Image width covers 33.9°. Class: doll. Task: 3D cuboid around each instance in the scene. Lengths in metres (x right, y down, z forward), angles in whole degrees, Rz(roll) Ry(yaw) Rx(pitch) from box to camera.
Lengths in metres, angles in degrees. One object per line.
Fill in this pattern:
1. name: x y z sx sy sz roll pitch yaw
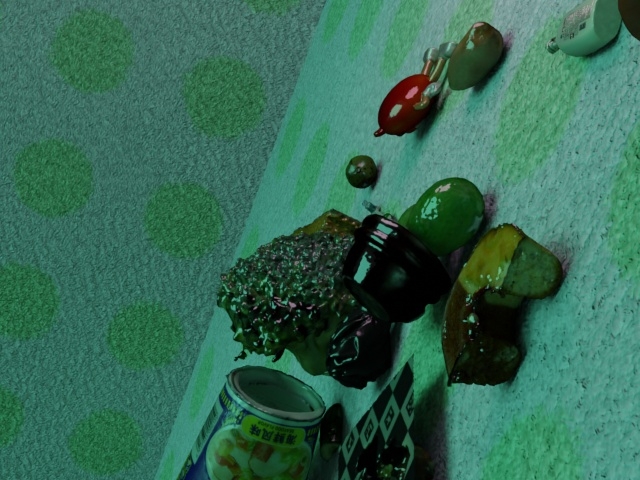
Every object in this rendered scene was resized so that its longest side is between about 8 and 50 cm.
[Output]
1. doll: 0.183 -0.280 2.018 0.217 0.085 0.183 -56 15 -5

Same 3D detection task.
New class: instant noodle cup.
1. instant noodle cup: -0.131 0.414 1.968 0.284 0.284 0.312 -112 41 -69

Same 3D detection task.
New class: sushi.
1. sushi: 0.102 0.365 1.574 0.294 0.059 0.292 -87 20 -45

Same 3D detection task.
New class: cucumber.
1. cucumber: 0.016 0.354 1.982 0.107 0.035 0.067 -86 18 -48

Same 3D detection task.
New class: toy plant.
1. toy plant: 0.148 0.007 1.645 0.235 0.175 0.218 -49 3 -12

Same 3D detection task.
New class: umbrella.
1. umbrella: 0.110 0.097 1.825 0.340 0.118 0.118 -64 13 -2

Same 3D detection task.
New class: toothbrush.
1. toothbrush: 0.131 -0.037 2.038 0.304 0.030 0.030 -131 60 -71

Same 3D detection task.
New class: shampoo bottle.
1. shampoo bottle: 0.350 -0.283 1.427 0.152 0.045 0.077 158 127 -70

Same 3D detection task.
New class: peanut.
1. peanut: 0.257 -0.307 1.768 0.152 0.076 0.076 118 163 -55

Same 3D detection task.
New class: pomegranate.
1. pomegranate: 0.090 -0.142 2.252 0.084 0.073 0.073 64 -151 -53

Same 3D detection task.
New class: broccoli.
1. broccoli: -0.039 0.136 2.037 0.348 0.293 0.281 -78 -28 -67

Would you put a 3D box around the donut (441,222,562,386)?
1. donut: 0.234 0.077 1.360 0.141 0.085 0.217 -100 32 -63

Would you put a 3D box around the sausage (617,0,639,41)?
1. sausage: 0.394 -0.272 1.045 0.254 0.148 0.148 149 137 -69

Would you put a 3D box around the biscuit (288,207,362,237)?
1. biscuit: 0.000 0.000 2.360 0.054 0.094 0.379 -70 13 -14
